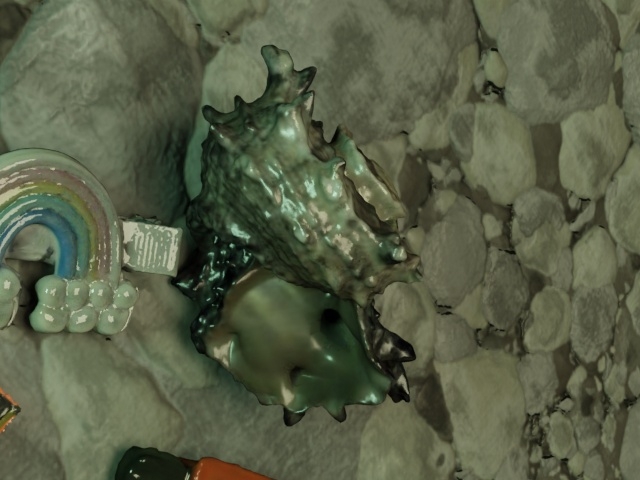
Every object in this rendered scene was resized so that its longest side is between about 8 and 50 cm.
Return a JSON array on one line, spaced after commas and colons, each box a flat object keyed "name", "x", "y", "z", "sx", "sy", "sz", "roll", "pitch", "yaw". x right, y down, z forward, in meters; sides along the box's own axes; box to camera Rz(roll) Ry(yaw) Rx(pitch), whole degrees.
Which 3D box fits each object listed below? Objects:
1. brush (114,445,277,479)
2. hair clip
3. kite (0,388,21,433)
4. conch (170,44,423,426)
[{"name": "brush", "x": -0.045, "y": 0.243, "z": 1.199, "sx": 0.323, "sy": 0.051, "sz": 0.070, "roll": 28, "pitch": 63, "yaw": -36}, {"name": "hair clip", "x": -0.203, "y": 0.002, "z": 1.059, "sx": 0.220, "sy": 0.054, "sz": 0.140, "roll": 5, "pitch": 97, "yaw": -39}, {"name": "kite", "x": -0.345, "y": 0.138, "z": 0.931, "sx": 0.327, "sy": 0.013, "sz": 0.378, "roll": -8, "pitch": 95, "yaw": -41}, {"name": "conch", "x": -0.002, "y": 0.005, "z": 1.121, "sx": 0.186, "sy": 0.240, "sz": 0.313, "roll": -17, "pitch": 113, "yaw": -29}]
